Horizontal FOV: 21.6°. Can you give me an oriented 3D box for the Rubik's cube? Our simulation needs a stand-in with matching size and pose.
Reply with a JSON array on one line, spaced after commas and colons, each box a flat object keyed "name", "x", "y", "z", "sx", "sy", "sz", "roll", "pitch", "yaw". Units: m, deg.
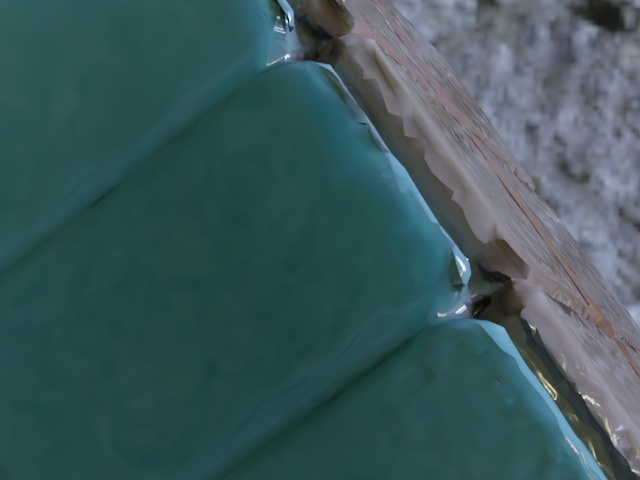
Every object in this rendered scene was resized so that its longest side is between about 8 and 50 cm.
[{"name": "Rubik's cube", "x": -0.025, "y": 0.064, "z": 0.479, "sx": 0.231, "sy": 0.225, "sz": 0.221, "roll": -37, "pitch": -21, "yaw": 10}]
